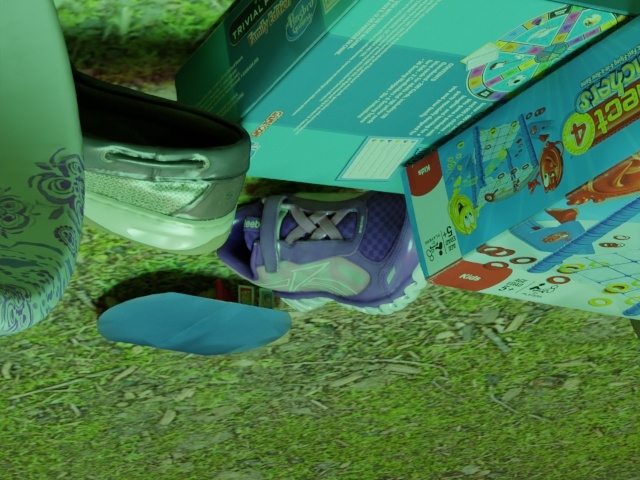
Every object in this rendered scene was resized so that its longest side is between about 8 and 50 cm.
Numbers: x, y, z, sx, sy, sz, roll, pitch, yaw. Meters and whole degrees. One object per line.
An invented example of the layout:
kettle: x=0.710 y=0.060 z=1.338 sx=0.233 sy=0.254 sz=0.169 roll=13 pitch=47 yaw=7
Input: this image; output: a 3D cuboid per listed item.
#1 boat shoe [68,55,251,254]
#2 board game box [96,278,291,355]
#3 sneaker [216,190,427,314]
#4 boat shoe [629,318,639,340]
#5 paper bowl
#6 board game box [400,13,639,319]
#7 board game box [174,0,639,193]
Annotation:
boat shoe: x=-0.178 y=-0.079 z=1.132 sx=0.285 sy=0.103 sz=0.092 roll=20 pitch=120 yaw=-8
board game box: x=-0.111 y=0.060 z=1.589 sx=0.168 sy=0.033 sz=0.133 roll=11 pitch=155 yaw=-30
sneaker: x=0.000 y=0.000 z=1.381 sx=0.104 sy=0.095 sz=0.236 roll=22 pitch=162 yaw=-29
boat shoe: x=0.420 y=-0.003 z=1.575 sx=0.342 sy=0.123 sz=0.123 roll=-40 pitch=173 yaw=41
paper bowl: x=-0.237 y=-0.080 z=0.901 sx=0.148 sy=0.284 sz=0.284 roll=-11 pitch=157 yaw=13
board game box: x=0.269 y=-0.048 z=1.213 sx=0.308 sy=0.086 sz=0.302 roll=10 pitch=150 yaw=-38
board game box: x=0.111 y=-0.118 z=1.203 sx=0.336 sy=0.079 sz=0.254 roll=6 pitch=152 yaw=-32
